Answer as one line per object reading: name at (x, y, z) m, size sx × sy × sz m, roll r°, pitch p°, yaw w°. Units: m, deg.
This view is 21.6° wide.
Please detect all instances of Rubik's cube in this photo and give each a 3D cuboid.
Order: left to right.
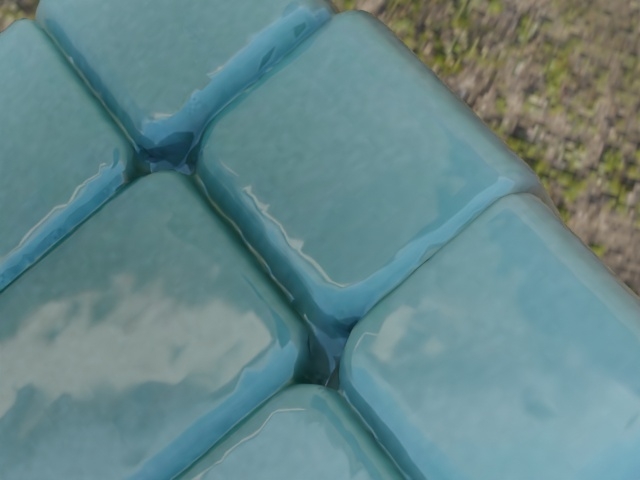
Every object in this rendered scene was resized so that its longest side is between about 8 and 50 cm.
Rubik's cube at (-0.020, 0.121, 0.635) m, size 0.322 × 0.316 × 0.319 m, roll -42°, pitch 141°, yaw 0°
